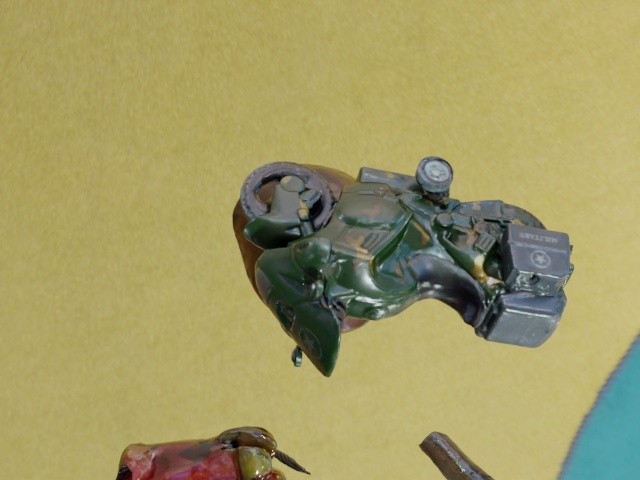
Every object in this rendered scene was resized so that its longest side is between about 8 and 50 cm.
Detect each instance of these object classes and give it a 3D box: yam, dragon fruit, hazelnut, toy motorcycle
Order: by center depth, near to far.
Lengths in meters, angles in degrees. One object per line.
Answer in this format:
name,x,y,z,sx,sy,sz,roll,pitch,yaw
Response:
toy motorcycle,0.067,0.026,0.822,0.275,0.187,0.124,9,144,-6
dragon fruit,-0.094,0.214,0.839,0.150,0.133,0.208,54,132,7
hazelnut,0.000,0.000,1.169,0.178,0.204,0.178,-38,150,-27
yam,0.238,0.362,1.503,0.057,0.241,0.056,-37,153,-23

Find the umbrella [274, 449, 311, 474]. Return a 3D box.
umbrella,-0.048,0.228,1.127,0.022,0.149,0.022,47,73,-19
